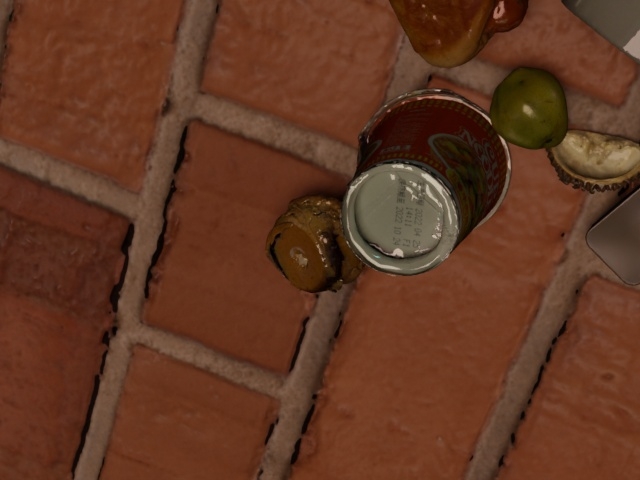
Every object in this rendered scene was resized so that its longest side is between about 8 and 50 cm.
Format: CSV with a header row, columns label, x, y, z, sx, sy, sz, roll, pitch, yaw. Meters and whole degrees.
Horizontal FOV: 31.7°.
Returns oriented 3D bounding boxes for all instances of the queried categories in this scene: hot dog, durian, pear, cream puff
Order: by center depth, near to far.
label,x,y,z,sx,sy,sz,roll,pitch,yaw
hot dog,0.136,-0.324,1.207,0.153,0.150,0.257,-23,102,32
pear,0.239,-0.146,1.274,0.097,0.092,0.092,40,116,1
durian,0.314,-0.087,1.292,0.130,0.052,0.066,13,113,15
cream puff,0.000,0.000,1.389,0.119,0.104,0.133,34,132,30

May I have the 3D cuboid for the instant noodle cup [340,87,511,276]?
label,x,y,z,sx,sy,sz,roll,pitch,yaw
instant noodle cup,0.108,-0.057,1.275,0.193,0.212,0.193,6,111,15

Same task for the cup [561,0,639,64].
label,x,y,z,sx,sy,sz,roll,pitch,yaw
cup,0.362,-0.302,1.147,0.258,0.186,0.234,45,110,28

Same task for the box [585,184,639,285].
label,x,y,z,sx,sy,sz,roll,pitch,yaw
box,0.379,-0.015,1.311,0.091,0.031,0.126,44,115,-3
